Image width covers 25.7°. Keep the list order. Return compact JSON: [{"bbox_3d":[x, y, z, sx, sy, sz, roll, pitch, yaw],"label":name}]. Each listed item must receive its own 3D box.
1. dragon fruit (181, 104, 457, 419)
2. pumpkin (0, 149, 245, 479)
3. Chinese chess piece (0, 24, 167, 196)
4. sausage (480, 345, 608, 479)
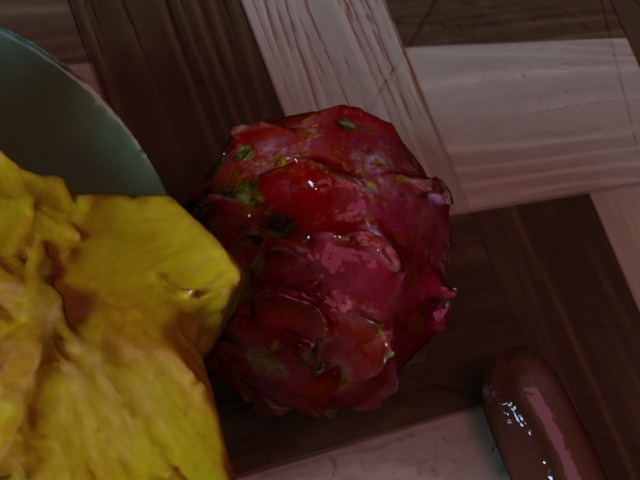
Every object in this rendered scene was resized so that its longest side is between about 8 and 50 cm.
[{"bbox_3d":[0.000,0.000,1.009,0.205,0.210,0.268,51,23,-35],"label":"dragon fruit"},{"bbox_3d":[-0.152,0.039,0.736,0.258,0.095,0.290,13,56,-26],"label":"pumpkin"},{"bbox_3d":[-0.249,0.028,0.832,0.349,0.146,0.349,18,57,-29],"label":"Chinese chess piece"},{"bbox_3d":[0.187,0.178,1.134,0.077,0.077,0.194,-14,76,-41],"label":"sausage"}]
